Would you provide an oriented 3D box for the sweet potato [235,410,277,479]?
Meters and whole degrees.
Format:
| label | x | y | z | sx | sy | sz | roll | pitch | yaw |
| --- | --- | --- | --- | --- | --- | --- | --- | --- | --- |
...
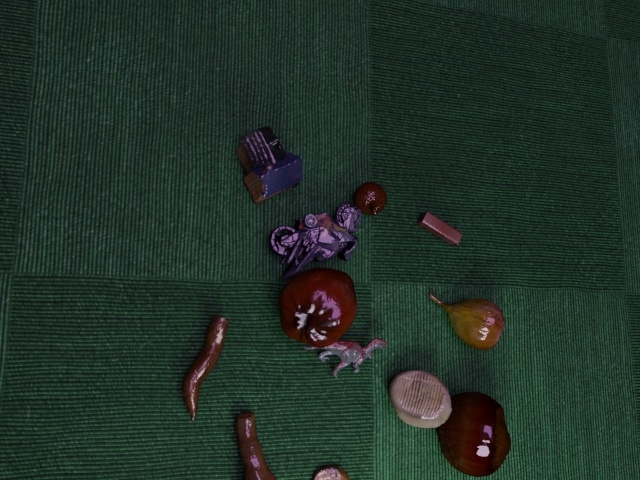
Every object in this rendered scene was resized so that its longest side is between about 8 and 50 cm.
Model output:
| label | x | y | z | sx | sy | sz | roll | pitch | yaw |
| --- | --- | --- | --- | --- | --- | --- | --- | --- | --- |
| sweet potato | -0.161 | 0.658 | 1.496 | 0.109 | 0.109 | 0.384 | -19 | 87 | -19 |

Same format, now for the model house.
| label | x | y | z | sx | sy | sz | roll | pitch | yaw |
| --- | --- | --- | --- | --- | --- | --- | --- | --- | --- |
| model house | -0.144 | -0.228 | 1.602 | 0.167 | 0.172 | 0.182 | -28 | 90 | -18 |

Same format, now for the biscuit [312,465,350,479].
| label | x | y | z | sx | sy | sz | roll | pitch | yaw |
| --- | --- | --- | --- | --- | --- | --- | --- | --- | --- |
| biscuit | 0.014 | 0.766 | 1.571 | 0.119 | 0.029 | 0.246 | 17 | 77 | -7 |

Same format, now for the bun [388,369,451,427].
| label | x | y | z | sx | sy | sz | roll | pitch | yaw |
| --- | --- | --- | --- | --- | --- | --- | --- | --- | --- |
| bun | 0.294 | 0.471 | 1.647 | 0.188 | 0.111 | 0.164 | 8 | 54 | 13 |

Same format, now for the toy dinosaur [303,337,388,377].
| label | x | y | z | sx | sy | sz | roll | pitch | yaw |
| --- | --- | --- | --- | --- | --- | --- | --- | --- | --- |
| toy dinosaur | 0.065 | 0.317 | 1.617 | 0.242 | 0.053 | 0.167 | 31 | 104 | -28 |

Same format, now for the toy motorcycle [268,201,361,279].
| label | x | y | z | sx | sy | sz | roll | pitch | yaw |
| --- | --- | --- | --- | --- | --- | --- | --- | --- | --- |
| toy motorcycle | 0.000 | 0.000 | 1.648 | 0.308 | 0.108 | 0.173 | -22 | 94 | -17 |

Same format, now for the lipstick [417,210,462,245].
| label | x | y | z | sx | sy | sz | roll | pitch | yaw |
| --- | --- | --- | --- | --- | --- | --- | --- | --- | --- |
| lipstick | 0.388 | -0.039 | 1.806 | 0.145 | 0.045 | 0.045 | 32 | 76 | -11 |

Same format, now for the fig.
| label | x | y | z | sx | sy | sz | roll | pitch | yaw |
| --- | --- | --- | --- | --- | --- | --- | --- | --- | --- |
| fig | 0.455 | 0.233 | 1.750 | 0.257 | 0.159 | 0.159 | 30 | 73 | 7 |

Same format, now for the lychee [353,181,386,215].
| label | x | y | z | sx | sy | sz | roll | pitch | yaw |
| --- | --- | --- | --- | --- | --- | --- | --- | --- | --- |
| lychee | 0.150 | -0.126 | 1.707 | 0.101 | 0.114 | 0.140 | 13 | 46 | 12 |

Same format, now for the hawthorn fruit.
| label | x | y | z | sx | sy | sz | roll | pitch | yaw |
| --- | --- | --- | --- | --- | --- | --- | --- | --- | --- |
| hawthorn fruit | 0.009 | 0.172 | 1.575 | 0.224 | 0.224 | 0.261 | 51 | 38 | -4 |

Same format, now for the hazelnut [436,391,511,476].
| label | x | y | z | sx | sy | sz | roll | pitch | yaw |
| --- | --- | --- | --- | --- | --- | --- | --- | --- | --- |
| hazelnut | 0.453 | 0.583 | 1.654 | 0.217 | 0.217 | 0.251 | -14 | 110 | -19 |

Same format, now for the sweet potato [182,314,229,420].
| label | x | y | z | sx | sy | sz | roll | pitch | yaw |
| --- | --- | --- | --- | --- | --- | --- | --- | --- | --- |
| sweet potato | -0.322 | 0.343 | 1.515 | 0.067 | 0.059 | 0.281 | 36 | 73 | -46 |
